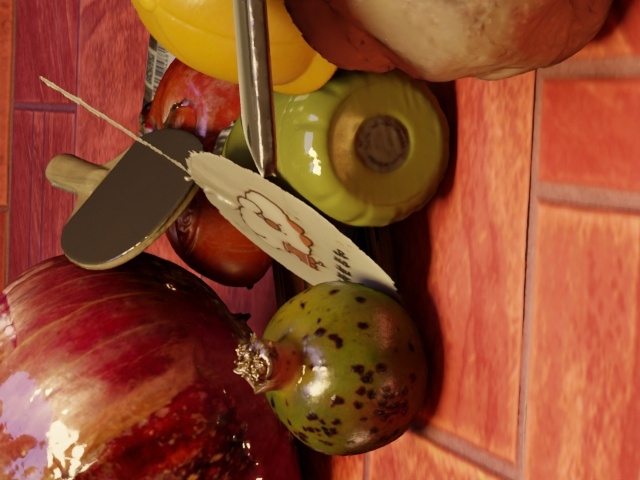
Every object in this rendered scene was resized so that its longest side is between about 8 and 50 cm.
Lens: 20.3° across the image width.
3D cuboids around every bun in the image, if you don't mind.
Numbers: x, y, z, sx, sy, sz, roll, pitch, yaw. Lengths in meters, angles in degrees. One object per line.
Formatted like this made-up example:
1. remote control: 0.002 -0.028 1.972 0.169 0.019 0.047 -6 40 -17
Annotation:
1. bun: 0.061 -0.218 0.959 0.281 0.204 0.282 -179 90 -71

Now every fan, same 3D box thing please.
1. fan: -0.078 -0.036 1.289 0.009 0.329 0.191 -54 -14 -14

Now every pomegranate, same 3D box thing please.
1. pomegranate: 0.010 0.090 1.227 0.130 0.130 0.130 -179 90 -72

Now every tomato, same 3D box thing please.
1. tomato: -0.098 -0.071 1.524 0.228 0.101 0.228 9 100 62

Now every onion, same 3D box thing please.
1. onion: -0.208 0.195 1.487 0.348 0.385 0.348 155 90 -86

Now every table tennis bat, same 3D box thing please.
1. table tennis bat: -0.170 -0.041 1.459 0.138 0.022 0.246 -50 28 -12

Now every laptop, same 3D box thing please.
1. laptop: -0.043 -0.173 0.963 0.187 0.015 0.269 -123 28 -82

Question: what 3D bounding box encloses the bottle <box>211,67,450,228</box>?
1. bottle: -0.007 -0.063 1.288 0.260 0.112 0.112 179 92 -68

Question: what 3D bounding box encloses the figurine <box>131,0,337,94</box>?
1. figurine: -0.023 -0.191 1.181 0.192 0.257 0.167 45 118 15

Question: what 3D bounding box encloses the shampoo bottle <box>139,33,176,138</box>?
1. shampoo bottle: -0.118 -0.246 1.727 0.125 0.084 0.350 -141 55 -65

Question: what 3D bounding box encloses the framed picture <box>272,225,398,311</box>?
1. framed picture: 0.000 0.000 1.448 0.273 0.016 0.216 121 146 -57
